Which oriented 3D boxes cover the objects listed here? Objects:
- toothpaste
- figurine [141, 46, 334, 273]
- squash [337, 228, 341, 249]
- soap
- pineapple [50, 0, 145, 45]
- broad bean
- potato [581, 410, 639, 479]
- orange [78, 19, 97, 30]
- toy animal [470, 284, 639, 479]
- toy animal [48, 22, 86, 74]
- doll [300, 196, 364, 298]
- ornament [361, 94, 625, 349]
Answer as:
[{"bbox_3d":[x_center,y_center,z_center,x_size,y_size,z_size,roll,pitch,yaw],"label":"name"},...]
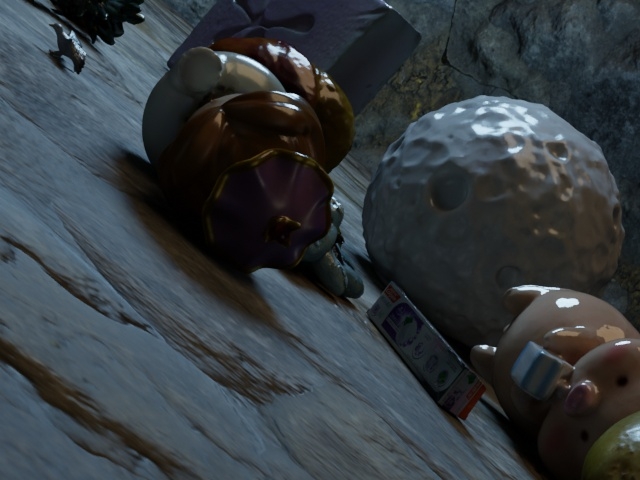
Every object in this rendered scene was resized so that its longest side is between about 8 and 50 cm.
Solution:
[{"bbox_3d":[0.103,0.104,1.517,0.040,0.047,0.196,33,9,-30],"label":"toothpaste"},{"bbox_3d":[-0.072,-0.074,1.316,0.189,0.142,0.263,63,-5,-27],"label":"figurine"},{"bbox_3d":[-0.040,-0.040,1.607,0.201,0.066,0.066,43,3,-42],"label":"squash"},{"bbox_3d":[-0.040,-0.267,2.196,0.107,0.285,0.296,37,5,-47],"label":"soap"},{"bbox_3d":[-0.300,-0.311,1.807,0.221,0.103,0.083,36,42,-45],"label":"pineapple"},{"bbox_3d":[-0.062,-0.174,2.000,0.228,0.156,0.122,36,-21,3],"label":"broad bean"},{"bbox_3d":[0.299,0.231,1.366,0.158,0.178,0.203,12,51,-46],"label":"potato"},{"bbox_3d":[-0.278,-0.303,1.946,0.083,0.083,0.083,40,6,-5],"label":"orange"},{"bbox_3d":[0.294,0.163,1.605,0.213,0.195,0.256,31,12,-16],"label":"toy animal"},{"bbox_3d":[-0.255,-0.194,1.544,0.050,0.028,0.084,39,9,-26],"label":"toy animal"},{"bbox_3d":[0.003,-0.004,1.538,0.180,0.075,0.120,33,14,-49],"label":"doll"},{"bbox_3d":[0.224,-0.029,1.979,0.337,0.337,0.337,40,6,-5],"label":"ornament"}]
